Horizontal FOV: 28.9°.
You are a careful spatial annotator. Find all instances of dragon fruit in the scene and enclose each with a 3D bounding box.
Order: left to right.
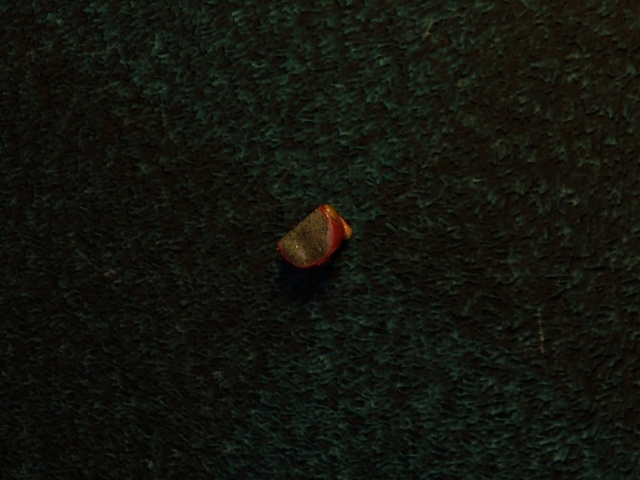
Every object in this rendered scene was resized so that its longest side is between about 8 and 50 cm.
[{"bbox_3d":[0.000,0.000,1.402,0.083,0.056,0.060,-41,76,24],"label":"dragon fruit"}]
